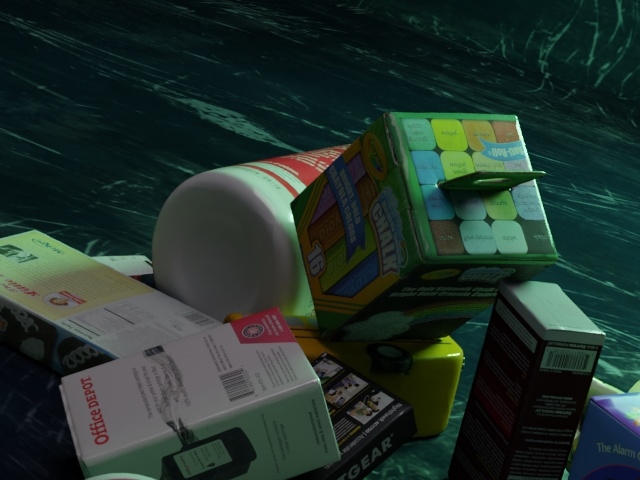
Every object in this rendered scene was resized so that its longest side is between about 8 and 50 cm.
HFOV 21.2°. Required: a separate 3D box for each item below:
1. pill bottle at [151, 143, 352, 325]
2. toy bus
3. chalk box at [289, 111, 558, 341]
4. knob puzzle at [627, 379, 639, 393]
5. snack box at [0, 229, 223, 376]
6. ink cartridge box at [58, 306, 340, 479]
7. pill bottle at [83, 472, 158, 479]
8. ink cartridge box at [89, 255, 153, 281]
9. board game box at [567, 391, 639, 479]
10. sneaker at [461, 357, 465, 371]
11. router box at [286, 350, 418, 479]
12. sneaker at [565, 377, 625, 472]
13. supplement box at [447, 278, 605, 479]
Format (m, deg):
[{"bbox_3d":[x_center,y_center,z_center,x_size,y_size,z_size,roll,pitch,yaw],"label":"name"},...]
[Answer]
[{"bbox_3d":[0.000,0.000,2.155,0.229,0.229,0.407,25,24,32],"label":"pill bottle"},{"bbox_3d":[-0.006,0.151,1.921,0.332,0.108,0.130,4,22,-23],"label":"toy bus"},{"bbox_3d":[0.122,-0.026,1.839,0.180,0.289,0.179,0,64,-32],"label":"chalk box"},{"bbox_3d":[0.456,0.226,2.102,0.213,0.030,0.213,13,18,-5],"label":"knob puzzle"},{"bbox_3d":[-0.292,0.082,2.007,0.322,0.060,0.187,24,23,30],"label":"snack box"},{"bbox_3d":[-0.122,0.175,1.679,0.237,0.100,0.172,-18,27,-8],"label":"ink cartridge box"},{"bbox_3d":[-0.143,0.316,1.323,0.160,0.160,0.283,6,21,-18],"label":"pill bottle"},{"bbox_3d":[-0.261,0.044,2.174,0.115,0.029,0.063,-2,24,-36],"label":"ink cartridge box"},{"bbox_3d":[0.344,0.317,1.503,0.078,0.233,0.347,-2,25,-33],"label":"board game box"},{"bbox_3d":[0.108,0.140,2.122,0.135,0.052,0.058,16,9,-13],"label":"sneaker"},{"bbox_3d":[-0.009,0.205,1.755,0.179,0.046,0.133,-37,46,-27],"label":"router box"},{"bbox_3d":[0.327,0.245,1.715,0.145,0.147,0.384,-36,18,-9],"label":"sneaker"},{"bbox_3d":[0.212,0.176,1.792,0.073,0.239,0.130,7,21,-20],"label":"supplement box"}]
